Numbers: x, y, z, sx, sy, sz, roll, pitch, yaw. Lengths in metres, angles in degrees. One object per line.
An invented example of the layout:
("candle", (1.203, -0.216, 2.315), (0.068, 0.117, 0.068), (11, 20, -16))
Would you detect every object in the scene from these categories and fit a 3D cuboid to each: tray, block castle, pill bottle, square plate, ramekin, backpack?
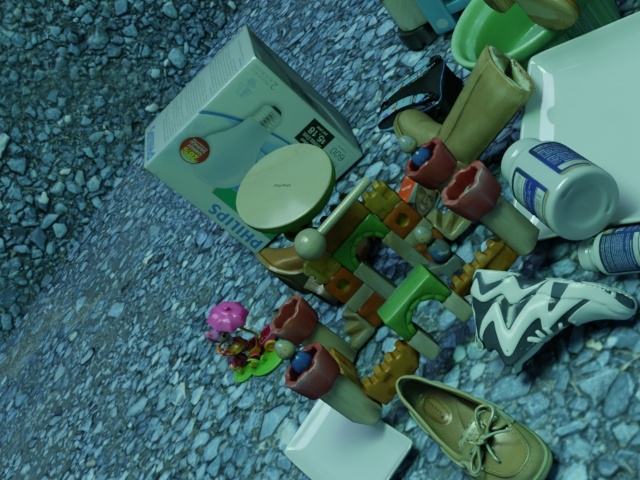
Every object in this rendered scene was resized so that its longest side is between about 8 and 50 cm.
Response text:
("tray", (0.045, 0.345, 1.448), (0.145, 0.030, 0.270), (-56, 29, -8))
("block castle", (0.108, 0.047, 1.462), (0.453, 0.213, 0.303), (-49, 18, 7))
("pill bottle", (0.430, 0.014, 1.251), (0.120, 0.067, 0.067), (-11, 48, 49))
("square plate", (0.442, -0.173, 1.365), (0.347, 0.049, 0.343), (-14, 63, 57))
("ramekin", (0.412, -0.400, 1.670), (0.303, 0.148, 0.303), (-35, 32, 26))
("backpack", (0.208, -0.274, 1.843), (0.173, 0.117, 0.158), (-27, 37, 35))
("pill bottle", (0.346, -0.086, 1.314), (0.112, 0.112, 0.186), (-46, 28, 8))

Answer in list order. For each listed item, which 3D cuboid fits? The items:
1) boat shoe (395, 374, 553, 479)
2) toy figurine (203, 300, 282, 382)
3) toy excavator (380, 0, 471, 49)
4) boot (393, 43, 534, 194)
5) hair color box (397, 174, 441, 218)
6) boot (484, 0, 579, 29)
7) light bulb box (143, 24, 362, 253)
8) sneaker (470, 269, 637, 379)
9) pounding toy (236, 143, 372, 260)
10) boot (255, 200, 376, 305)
("boat shoe", (0.205, 0.269, 1.249), (0.104, 0.089, 0.285), (-56, 30, -10))
("toy figurine", (-0.170, 0.193, 1.792), (0.173, 0.159, 0.130), (-39, 31, 21))
("toy excavator", (0.329, -0.609, 1.996), (0.445, 0.222, 0.432), (-21, 41, 29))
("boot", (0.258, -0.244, 1.619), (0.236, 0.089, 0.269), (57, 140, 30))
("hair color box", (0.177, -0.059, 1.685), (0.043, 0.072, 0.141), (-10, 49, 50))
("boot", (0.405, -0.475, 1.504), (0.211, 0.104, 0.295), (-48, 25, 5))
("light bulb box", (-0.163, -0.229, 2.064), (0.361, 0.358, 0.225), (-43, 28, 16))
("sneaker", (0.323, 0.129, 1.261), (0.235, 0.094, 0.152), (7, 92, 24))
("pounding toy", (-0.024, -0.055, 1.511), (0.183, 0.110, 0.237), (-48, 46, -10))
("boot", (0.000, 0.000, 1.824), (0.283, 0.109, 0.220), (16, 71, 57))
